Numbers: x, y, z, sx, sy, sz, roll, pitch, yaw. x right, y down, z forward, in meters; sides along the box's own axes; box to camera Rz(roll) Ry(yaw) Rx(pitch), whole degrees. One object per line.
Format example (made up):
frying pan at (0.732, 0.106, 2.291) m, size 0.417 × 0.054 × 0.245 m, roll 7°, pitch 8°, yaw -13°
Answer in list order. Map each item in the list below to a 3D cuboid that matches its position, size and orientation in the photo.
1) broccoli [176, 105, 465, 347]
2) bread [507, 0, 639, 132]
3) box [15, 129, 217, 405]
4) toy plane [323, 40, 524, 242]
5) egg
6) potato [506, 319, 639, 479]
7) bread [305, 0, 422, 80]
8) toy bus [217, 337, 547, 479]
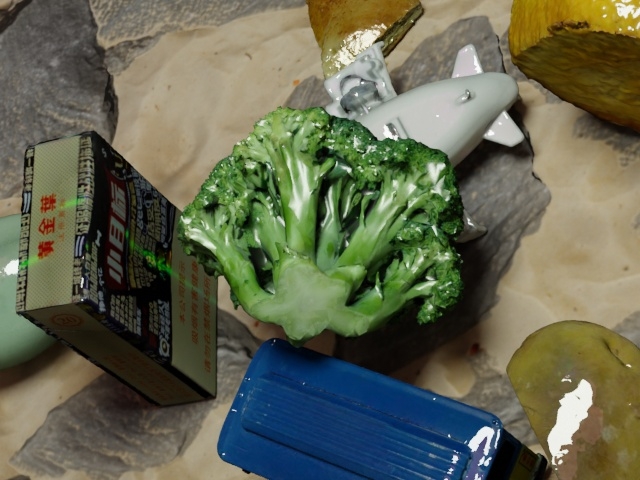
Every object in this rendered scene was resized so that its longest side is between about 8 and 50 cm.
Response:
broccoli at (0.000, 0.000, 1.658) m, size 0.294 × 0.265 × 0.245 m, roll -3°, pitch 32°, yaw 1°
bread at (0.364, -0.226, 1.584) m, size 0.398 × 0.398 × 0.215 m, roll 15°, pitch 81°, yaw 31°
box at (-0.212, 0.038, 1.774) m, size 0.084 × 0.310 × 0.198 m, roll -10°, pitch 63°, yaw 20°
toy plane at (0.107, -0.110, 1.800) m, size 0.252 × 0.118 × 0.252 m, roll -2°, pitch 83°, yaw 17°
egg at (-0.371, 0.060, 1.929) m, size 0.231 × 0.168 × 0.168 m, roll -33°, pitch 57°, yaw 8°
potato at (0.276, 0.173, 1.599) m, size 0.138 × 0.098 × 0.243 m, roll -32°, pitch 59°, yaw 9°
bread at (0.056, -0.256, 1.931) m, size 0.136 × 0.054 × 0.154 m, roll -20°, pitch 63°, yaw 14°
toy bus at (0.061, 0.216, 1.638) m, size 0.288 × 0.175 × 0.138 m, roll 17°, pitch 78°, yaw 31°
